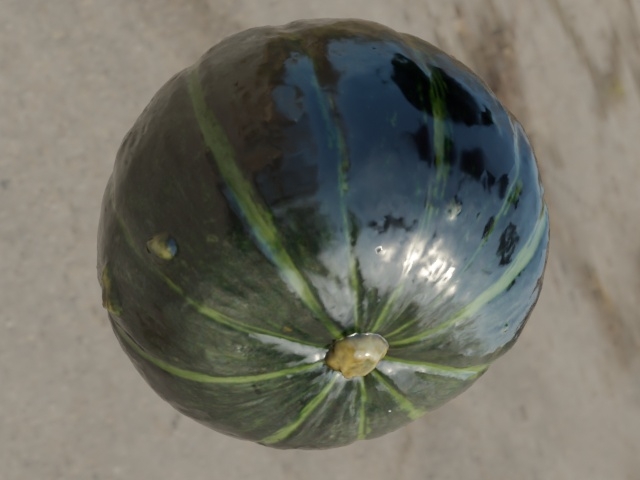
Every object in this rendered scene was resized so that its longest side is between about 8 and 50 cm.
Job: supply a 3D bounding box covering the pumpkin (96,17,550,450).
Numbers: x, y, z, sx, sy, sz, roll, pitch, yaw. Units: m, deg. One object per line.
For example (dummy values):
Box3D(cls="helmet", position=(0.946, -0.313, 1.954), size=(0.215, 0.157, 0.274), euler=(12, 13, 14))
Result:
Box3D(cls="pumpkin", position=(0.000, 0.000, 1.275), size=(0.323, 0.323, 0.241), euler=(55, 7, -38))
